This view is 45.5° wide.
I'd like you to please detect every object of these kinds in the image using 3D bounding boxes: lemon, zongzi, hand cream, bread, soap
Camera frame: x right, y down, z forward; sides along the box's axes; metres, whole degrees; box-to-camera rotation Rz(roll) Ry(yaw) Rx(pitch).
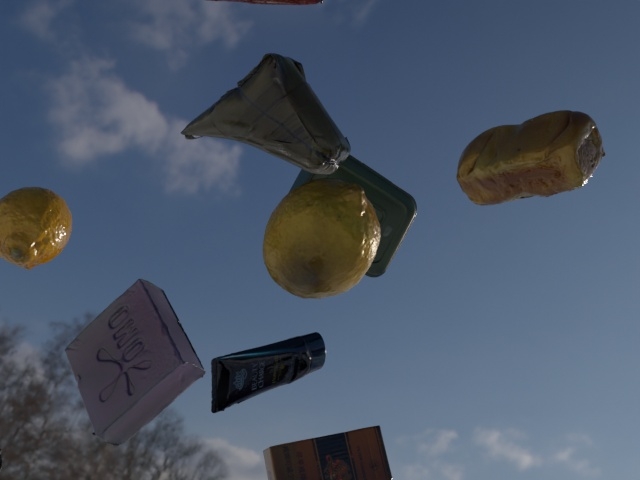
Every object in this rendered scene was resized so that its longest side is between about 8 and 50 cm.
[{"bbox_3d":[0.000,0.000,1.262,0.188,0.188,0.256,26,-48,-10],"label":"lemon"},{"bbox_3d":[-0.114,-0.192,1.499,0.289,0.123,0.260,-36,-100,20],"label":"zongzi"},{"bbox_3d":[-0.108,0.257,1.547,0.061,0.271,0.120,25,-61,46],"label":"hand cream"},{"bbox_3d":[-0.523,-0.022,1.370,0.142,0.187,0.142,-1,-62,-2],"label":"lemon"},{"bbox_3d":[0.432,-0.172,1.595,0.295,0.166,0.132,-5,-46,46],"label":"bread"},{"bbox_3d":[-0.451,0.289,1.830,0.107,0.285,0.296,38,10,-51],"label":"soap"}]

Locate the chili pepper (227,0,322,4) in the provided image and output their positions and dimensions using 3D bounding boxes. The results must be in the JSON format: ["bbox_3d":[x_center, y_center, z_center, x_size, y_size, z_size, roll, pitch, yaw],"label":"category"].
[{"bbox_3d":[-0.121,-0.464,1.274,0.253,0.136,0.144,-6,-14,-4],"label":"chili pepper"}]

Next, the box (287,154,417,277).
[{"bbox_3d":[0.062,-0.074,2.039,0.329,0.252,0.178,31,-7,-23],"label":"box"}]

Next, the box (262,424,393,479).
[{"bbox_3d":[0.019,0.461,1.493,0.237,0.152,0.070,-5,-21,-22],"label":"box"}]

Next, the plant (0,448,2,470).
[{"bbox_3d":[-0.752,0.482,1.502,0.275,0.146,0.149,-38,-100,32],"label":"plant"}]
